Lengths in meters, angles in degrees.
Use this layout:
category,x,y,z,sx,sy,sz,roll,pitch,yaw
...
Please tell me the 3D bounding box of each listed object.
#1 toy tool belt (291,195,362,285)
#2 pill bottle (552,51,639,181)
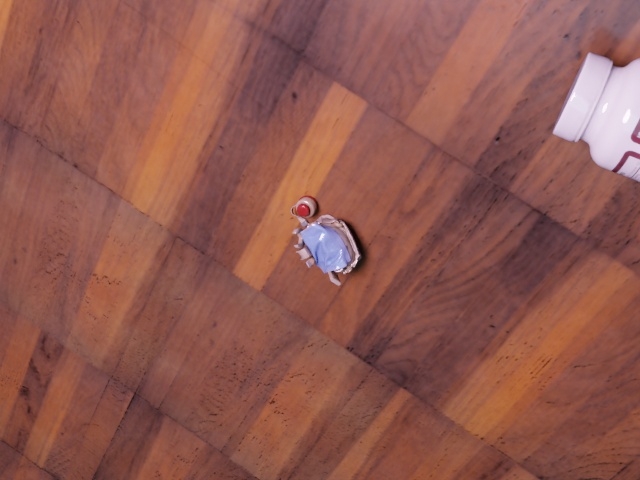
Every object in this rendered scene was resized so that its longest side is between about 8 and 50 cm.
category,x,y,z,sx,sy,sz,roll,pitch,yaw
toy tool belt,0.000,0.000,0.730,0.052,0.051,0.083,-33,100,33
pill bottle,0.253,-0.080,0.558,0.152,0.086,0.086,23,123,10
